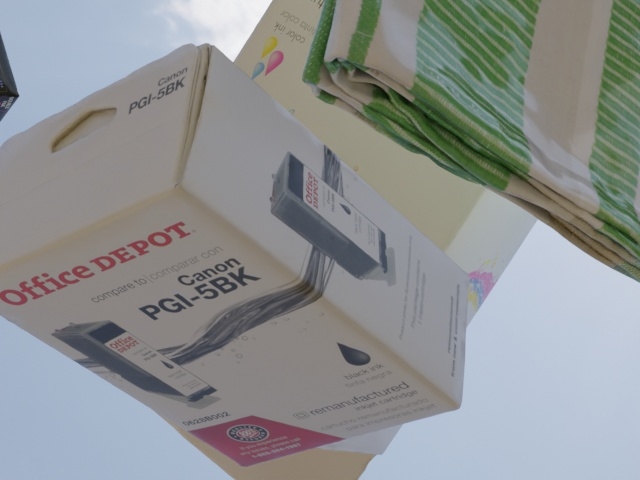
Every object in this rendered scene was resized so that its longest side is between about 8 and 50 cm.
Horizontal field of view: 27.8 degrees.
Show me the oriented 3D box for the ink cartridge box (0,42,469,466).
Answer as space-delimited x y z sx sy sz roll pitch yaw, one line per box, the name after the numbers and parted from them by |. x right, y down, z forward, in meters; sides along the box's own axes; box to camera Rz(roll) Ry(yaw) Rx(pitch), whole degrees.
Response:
-0.030 0.013 0.413 0.099 0.056 0.135 -22 -45 34 | ink cartridge box

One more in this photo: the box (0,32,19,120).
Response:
-0.243 -0.097 0.810 0.062 0.083 0.052 -38 -115 43 | box

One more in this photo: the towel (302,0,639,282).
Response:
0.149 -0.105 0.698 0.324 0.038 0.248 28 -123 -25 | towel

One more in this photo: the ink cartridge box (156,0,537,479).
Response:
0.000 0.000 0.858 0.207 0.119 0.353 34 -87 26 | ink cartridge box
